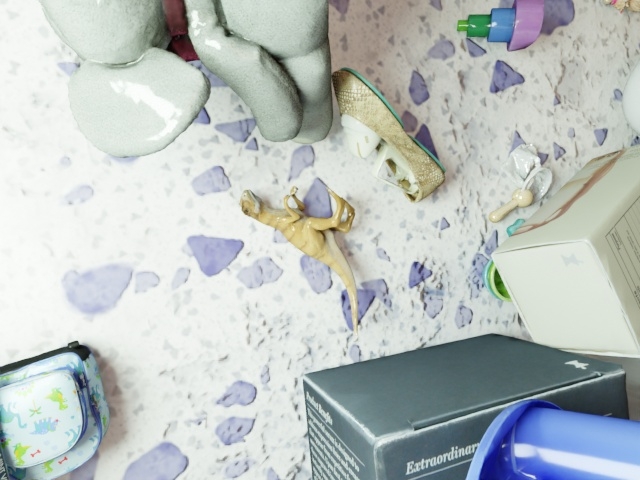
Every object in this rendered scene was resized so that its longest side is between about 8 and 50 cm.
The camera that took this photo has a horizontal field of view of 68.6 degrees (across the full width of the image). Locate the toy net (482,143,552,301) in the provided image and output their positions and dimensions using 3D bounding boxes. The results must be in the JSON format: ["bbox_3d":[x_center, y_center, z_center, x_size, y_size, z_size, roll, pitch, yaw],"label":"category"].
[{"bbox_3d":[0.295,-0.023,0.660,0.122,0.045,0.233,16,85,-17],"label":"toy net"}]

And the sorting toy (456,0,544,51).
[{"bbox_3d":[0.240,-0.440,0.631,0.126,0.127,0.366,5,91,12],"label":"sorting toy"}]

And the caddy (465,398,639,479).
[{"bbox_3d":[0.215,0.290,0.345,0.241,0.179,0.342,-29,100,-41],"label":"caddy"}]

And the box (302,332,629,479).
[{"bbox_3d":[0.162,0.337,0.527,0.293,0.212,0.396,-6,92,-20],"label":"box"}]

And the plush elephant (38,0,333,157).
[{"bbox_3d":[-0.123,-0.218,0.427,0.255,0.330,0.272,-6,100,1],"label":"plush elephant"}]

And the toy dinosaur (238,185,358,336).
[{"bbox_3d":[0.000,0.000,0.568,0.211,0.064,0.112,40,97,-4],"label":"toy dinosaur"}]

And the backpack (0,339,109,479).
[{"bbox_3d":[-0.269,0.173,0.461,0.104,0.084,0.115,-17,98,-15],"label":"backpack"}]

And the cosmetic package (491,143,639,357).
[{"bbox_3d":[0.376,-0.001,0.606,0.296,0.129,0.153,-33,99,-31],"label":"cosmetic package"}]

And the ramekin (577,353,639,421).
[{"bbox_3d":[0.538,0.186,0.691,0.277,0.135,0.278,0,91,-18],"label":"ramekin"}]

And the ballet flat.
[{"bbox_3d":[0.076,-0.112,0.560,0.206,0.073,0.067,37,89,-29],"label":"ballet flat"}]

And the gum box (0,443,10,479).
[{"bbox_3d":[-0.368,0.203,0.410,0.184,0.041,0.157,-10,94,12],"label":"gum box"}]

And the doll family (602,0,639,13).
[{"bbox_3d":[0.536,-0.452,0.698,0.263,0.118,0.163,-43,102,-13],"label":"doll family"}]

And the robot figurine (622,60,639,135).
[{"bbox_3d":[0.587,-0.192,0.684,0.278,0.174,0.209,21,45,-17],"label":"robot figurine"}]
